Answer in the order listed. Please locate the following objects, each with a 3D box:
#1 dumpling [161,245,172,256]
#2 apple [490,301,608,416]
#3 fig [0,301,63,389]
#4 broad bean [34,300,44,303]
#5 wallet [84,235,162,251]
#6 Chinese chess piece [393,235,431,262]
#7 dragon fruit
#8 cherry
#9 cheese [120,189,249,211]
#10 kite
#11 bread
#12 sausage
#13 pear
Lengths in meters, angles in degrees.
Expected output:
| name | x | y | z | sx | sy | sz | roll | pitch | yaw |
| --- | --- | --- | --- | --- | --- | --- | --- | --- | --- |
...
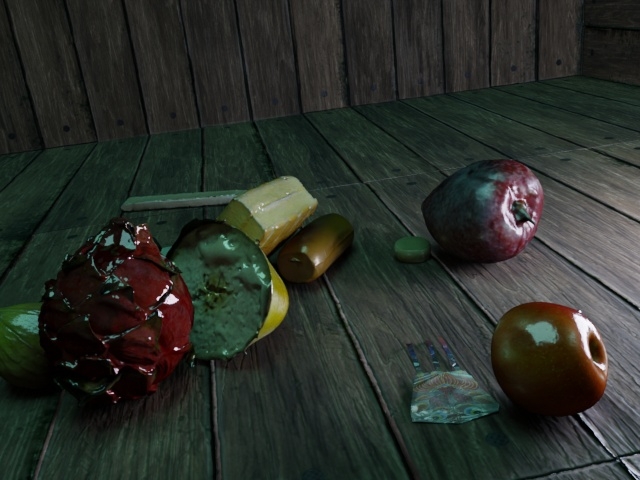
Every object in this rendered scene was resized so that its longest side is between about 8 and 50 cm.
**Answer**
| name | x | y | z | sx | sy | sz | roll | pitch | yaw |
| --- | --- | --- | --- | --- | --- | --- | --- | --- | --- |
| dumpling | -0.348 | 0.092 | 1.381 | 0.105 | 0.149 | 0.216 | 32 | 30 | -6 |
| apple | 0.316 | 0.162 | 0.901 | 0.139 | 0.163 | 0.163 | -5 | 18 | 36 |
| fig | -0.526 | 0.168 | 1.116 | 0.231 | 0.143 | 0.160 | 12 | 21 | -18 |
| broad bean | -0.587 | 0.151 | 1.355 | 0.069 | 0.039 | 0.227 | 19 | 31 | 37 |
| wallet | -0.397 | 0.084 | 1.217 | 0.149 | 0.250 | 0.044 | 0 | 46 | -41 |
| Chinese chess piece | 0.206 | 0.021 | 1.466 | 0.084 | 0.034 | 0.084 | -5 | 23 | 2 |
| dragon fruit | -0.316 | 0.113 | 1.040 | 0.245 | 0.298 | 0.244 | 6 | -4 | 0 |
| cherry | 0.340 | -0.061 | 1.390 | 0.300 | 0.203 | 0.230 | 5 | 59 | 51 |
| cheese | -0.416 | -0.126 | 2.023 | 0.401 | 0.034 | 0.085 | -3 | 22 | 9 |
| kite | 0.181 | 0.209 | 1.016 | 0.127 | 0.016 | 0.229 | -5 | 21 | -6 |
| bread | -0.145 | -0.008 | 1.387 | 0.111 | 0.246 | 0.239 | 46 | 32 | 6 |
| sausage | 0.006 | 0.001 | 1.486 | 0.112 | 0.112 | 0.328 | 2 | 21 | 22 |
| pear | -0.158 | 0.099 | 1.203 | 0.267 | 0.266 | 0.178 | 6 | -8 | 28 |
